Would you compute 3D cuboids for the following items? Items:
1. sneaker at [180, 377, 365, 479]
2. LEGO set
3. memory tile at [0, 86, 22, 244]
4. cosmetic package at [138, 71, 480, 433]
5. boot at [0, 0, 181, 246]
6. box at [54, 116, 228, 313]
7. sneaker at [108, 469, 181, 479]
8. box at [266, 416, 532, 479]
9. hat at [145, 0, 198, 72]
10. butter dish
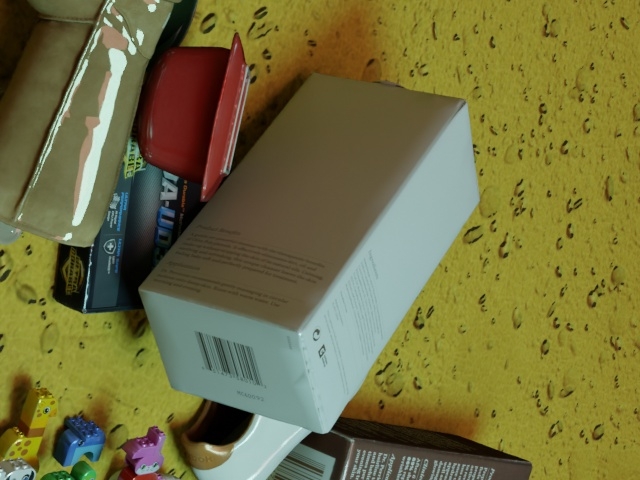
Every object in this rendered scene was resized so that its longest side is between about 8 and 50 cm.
[{"bbox_3d":[-0.041,0.151,1.820,0.290,0.106,0.123,-50,137,-21],"label":"sneaker"},{"bbox_3d":[-0.255,0.198,1.617,0.227,0.087,0.093,-3,121,-47],"label":"LEGO set"},{"bbox_3d":[-0.309,-0.062,1.527,0.113,0.012,0.148,-34,126,-35],"label":"memory tile"},{"bbox_3d":[0.000,0.000,1.687,0.365,0.197,0.155,-52,143,-37],"label":"cosmetic package"},{"bbox_3d":[-0.264,-0.151,1.457,0.236,0.089,0.269,22,105,-12],"label":"boot"},{"bbox_3d":[-0.174,-0.042,1.650,0.175,0.051,0.220,-2,105,-47],"label":"box"},{"bbox_3d":[-0.184,0.358,1.756,0.115,0.090,0.232,6,100,-52],"label":"sneaker"},{"bbox_3d":[0.083,0.325,1.996,0.381,0.143,0.191,17,90,-47],"label":"box"},{"bbox_3d":[-0.131,-0.234,1.528,0.208,0.184,0.173,44,71,-46],"label":"hat"},{"bbox_3d":[-0.135,-0.124,1.549,0.160,0.118,0.160,-147,-111,-88],"label":"butter dish"}]
